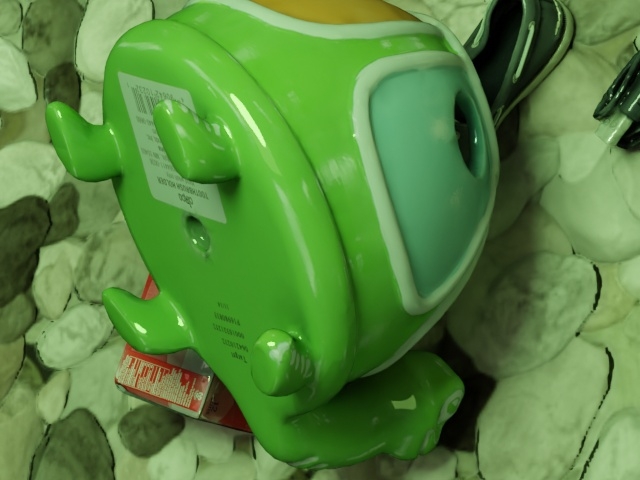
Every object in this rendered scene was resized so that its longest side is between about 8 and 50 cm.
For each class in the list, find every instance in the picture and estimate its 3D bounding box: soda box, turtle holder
[{"bbox_3d":[-0.053,-0.002,1.363,0.083,0.092,0.263,17,86,31],"label":"soda box"},{"bbox_3d":[0.004,-0.010,1.195,0.320,0.227,0.243,60,153,3],"label":"turtle holder"}]

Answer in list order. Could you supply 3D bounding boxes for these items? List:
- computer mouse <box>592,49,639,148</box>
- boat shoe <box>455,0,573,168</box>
[{"bbox_3d":[0.304,-0.080,1.186,0.272,0.072,0.188,42,99,31],"label":"computer mouse"},{"bbox_3d":[0.090,-0.089,1.317,0.075,0.065,0.206,42,101,28],"label":"boat shoe"}]
